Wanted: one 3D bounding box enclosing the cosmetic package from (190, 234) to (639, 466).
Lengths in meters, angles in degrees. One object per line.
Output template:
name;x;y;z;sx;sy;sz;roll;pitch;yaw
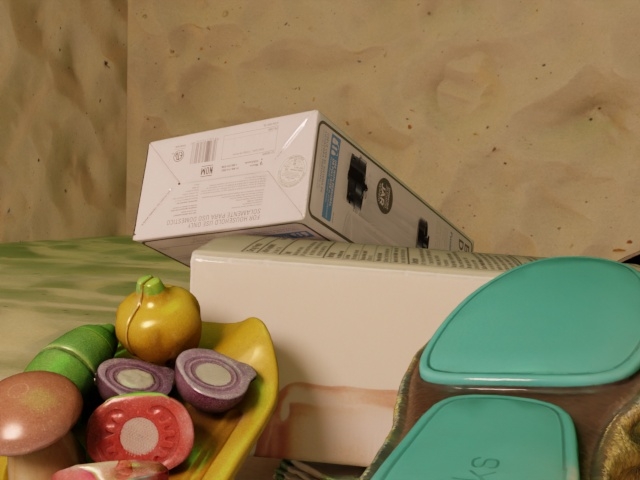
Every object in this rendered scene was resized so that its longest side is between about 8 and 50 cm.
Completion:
cosmetic package;0.070;0.073;0.649;0.296;0.129;0.153;5;6;6

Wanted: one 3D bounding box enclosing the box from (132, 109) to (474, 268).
box;0.000;0.000;0.852;0.169;0.087;0.290;-6;-22;30

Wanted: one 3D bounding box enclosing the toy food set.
toy food set;-0.104;0.083;0.479;0.128;0.071;0.218;6;35;20

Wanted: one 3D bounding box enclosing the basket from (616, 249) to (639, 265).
basket;0.295;0.078;0.835;0.204;0.154;0.227;-13;-3;11

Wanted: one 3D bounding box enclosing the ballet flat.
ballet flat;0.084;0.101;0.417;0.123;0.123;0.348;3;15;20

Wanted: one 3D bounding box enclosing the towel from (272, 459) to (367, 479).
towel;0.059;0.148;0.606;0.113;0.023;0.152;-3;6;-42
